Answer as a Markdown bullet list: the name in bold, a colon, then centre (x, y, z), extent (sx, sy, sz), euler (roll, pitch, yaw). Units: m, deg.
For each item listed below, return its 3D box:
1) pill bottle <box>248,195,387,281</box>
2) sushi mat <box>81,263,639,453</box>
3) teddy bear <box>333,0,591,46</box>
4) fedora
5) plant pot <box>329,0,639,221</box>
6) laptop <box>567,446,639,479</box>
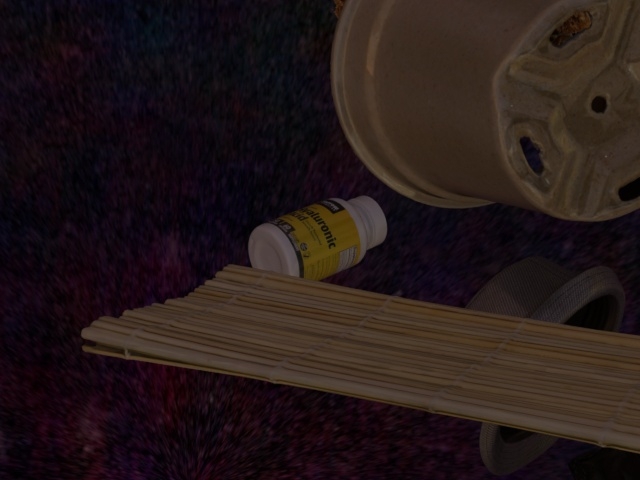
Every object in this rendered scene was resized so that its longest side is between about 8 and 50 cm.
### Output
- **pill bottle**: centre (0.000, 0.000, 1.191), extent (0.116, 0.065, 0.065), euler (-22, 82, -34)
- **sushi mat**: centre (0.070, 0.051, 0.583), extent (0.316, 0.151, 0.019), euler (9, 104, 20)
- **teddy bear**: centre (0.182, -0.272, 1.678), extent (0.338, 0.245, 0.113), euler (23, 42, -10)
- **fedora**: centre (0.235, 0.125, 1.580), extent (0.244, 0.275, 0.124), euler (-23, 49, -39)
- **plant pot**: centre (0.213, -0.160, 1.374), extent (0.334, 0.305, 0.334), euler (-5, 107, -17)
- **laptop**: centre (0.336, 0.178, 0.850), extent (0.136, 0.264, 0.234), euler (-19, 77, -46)
